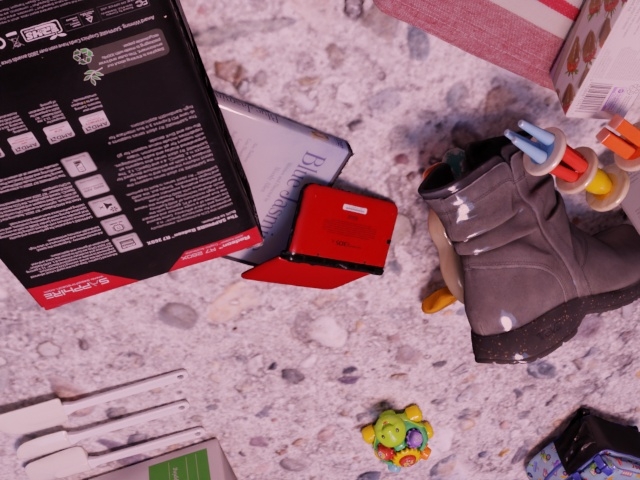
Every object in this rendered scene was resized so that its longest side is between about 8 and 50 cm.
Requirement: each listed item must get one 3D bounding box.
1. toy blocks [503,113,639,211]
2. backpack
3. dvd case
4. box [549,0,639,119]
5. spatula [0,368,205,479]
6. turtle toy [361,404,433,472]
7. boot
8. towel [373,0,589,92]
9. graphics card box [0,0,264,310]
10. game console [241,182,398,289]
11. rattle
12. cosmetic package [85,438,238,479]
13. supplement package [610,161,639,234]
[{"bbox_3d":[0.265,-0.088,0.799,0.148,0.054,0.123,23,153,-30],"label":"toy blocks"},{"bbox_3d":[0.422,0.368,1.301,0.158,0.117,0.173,23,123,-29],"label":"backpack"},{"bbox_3d":[-0.116,-0.065,0.847,0.253,0.022,0.180,17,122,-28],"label":"dvd case"},{"bbox_3d":[0.286,-0.236,0.684,0.067,0.063,0.324,0,143,-10],"label":"box"},{"bbox_3d":[-0.277,0.243,1.065,0.242,0.019,0.168,-15,130,-8],"label":"spatula"},{"bbox_3d":[0.111,0.284,1.174,0.095,0.066,0.130,-27,131,7],"label":"turtle toy"},{"bbox_3d":[0.261,-0.024,0.910,0.338,0.118,0.223,-24,100,-43],"label":"boot"},{"bbox_3d":[0.229,-0.280,0.701,0.237,0.037,0.329,17,138,-28],"label":"towel"},{"bbox_3d":[-0.201,-0.098,0.675,0.232,0.094,0.371,-17,145,0],"label":"graphics card box"},{"bbox_3d":[0.000,0.000,0.920,0.144,0.085,0.124,10,96,-42],"label":"game console"},{"bbox_3d":[0.140,-0.008,0.963,0.200,0.142,0.130,47,74,-23],"label":"rattle"},{"bbox_3d":[-0.281,0.436,1.106,0.365,0.197,0.155,-18,131,-3],"label":"cosmetic package"},{"bbox_3d":[0.491,-0.064,0.906,0.262,0.145,0.204,-39,133,24],"label":"supplement package"}]
